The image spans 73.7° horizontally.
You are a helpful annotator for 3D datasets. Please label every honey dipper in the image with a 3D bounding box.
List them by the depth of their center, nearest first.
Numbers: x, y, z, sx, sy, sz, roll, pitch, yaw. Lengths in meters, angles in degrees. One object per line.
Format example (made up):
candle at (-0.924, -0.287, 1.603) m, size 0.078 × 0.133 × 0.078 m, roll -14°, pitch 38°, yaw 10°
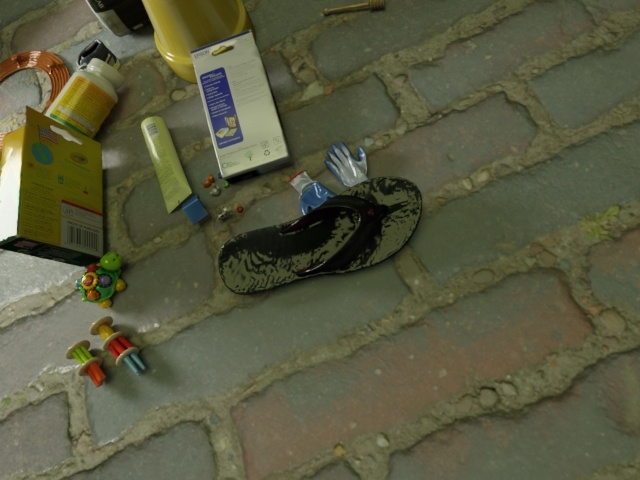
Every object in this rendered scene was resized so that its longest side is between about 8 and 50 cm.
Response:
honey dipper at (0.085, -0.601, 1.098) m, size 0.160 × 0.030 × 0.031 m, roll -2°, pitch 72°, yaw 14°

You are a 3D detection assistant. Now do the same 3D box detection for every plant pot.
plant pot at (-0.315, -0.565, 1.050) m, size 0.253 × 0.239 × 0.254 m, roll -3°, pitch 71°, yaw 9°

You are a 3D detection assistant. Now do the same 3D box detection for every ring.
ring at (-0.868, -0.407, 1.214) m, size 0.336 × 0.032 × 0.337 m, roll -3°, pitch 72°, yaw 9°

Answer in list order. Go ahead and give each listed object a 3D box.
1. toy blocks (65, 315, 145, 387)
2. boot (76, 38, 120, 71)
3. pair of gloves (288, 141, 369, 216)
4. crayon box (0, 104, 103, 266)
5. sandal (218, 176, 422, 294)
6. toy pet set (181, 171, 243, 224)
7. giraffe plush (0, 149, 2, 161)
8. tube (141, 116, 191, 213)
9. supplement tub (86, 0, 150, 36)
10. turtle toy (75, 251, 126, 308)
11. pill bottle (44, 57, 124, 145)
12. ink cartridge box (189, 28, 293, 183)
toy blocks at (-0.450, 0.254, 0.904) m, size 0.148 × 0.054 × 0.123 m, roll 40°, pitch 82°, yaw 19°
boot at (-0.637, -0.451, 1.154) m, size 0.069 × 0.086 × 0.190 m, roll 33°, pitch 81°, yaw 19°
pair of gloves at (0.029, -0.128, 0.945) m, size 0.198 × 0.023 × 0.159 m, roll -38°, pitch 68°, yaw 5°
crayon box at (-0.602, -0.116, 0.972) m, size 0.081 × 0.202 × 0.319 m, roll -18°, pitch 68°, yaw 19°
sandal at (0.000, 0.003, 0.856) m, size 0.445 × 0.107 × 0.168 m, roll -23°, pitch 84°, yaw 6°
toy pet set at (-0.258, -0.097, 0.976) m, size 0.114 × 0.065 × 0.122 m, roll -33°, pitch 69°, yaw -1°
giraffe plush at (-0.720, -0.112, 1.023) m, size 0.210 × 0.181 × 0.171 m, roll 20°, pitch 64°, yaw -1°
tube at (-0.374, -0.188, 1.035) m, size 0.062 × 0.070 × 0.240 m, roll -18°, pitch 69°, yaw -19°
supplement tub at (-0.468, -0.709, 1.150) m, size 0.315 × 0.193 × 0.194 m, roll -26°, pitch 69°, yaw 1°
turtle toy at (-0.493, 0.084, 0.961) m, size 0.095 × 0.066 × 0.130 m, roll 34°, pitch 81°, yaw 19°
pill bottle at (-0.602, -0.357, 1.100) m, size 0.117 × 0.117 × 0.209 m, roll 23°, pitch 78°, yaw 17°
ink cartridge box at (-0.187, -0.314, 1.008) m, size 0.165 × 0.065 × 0.333 m, roll -16°, pitch 81°, yaw 6°
